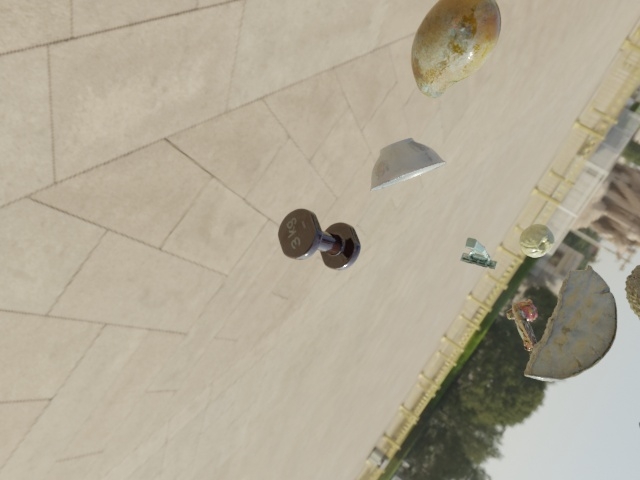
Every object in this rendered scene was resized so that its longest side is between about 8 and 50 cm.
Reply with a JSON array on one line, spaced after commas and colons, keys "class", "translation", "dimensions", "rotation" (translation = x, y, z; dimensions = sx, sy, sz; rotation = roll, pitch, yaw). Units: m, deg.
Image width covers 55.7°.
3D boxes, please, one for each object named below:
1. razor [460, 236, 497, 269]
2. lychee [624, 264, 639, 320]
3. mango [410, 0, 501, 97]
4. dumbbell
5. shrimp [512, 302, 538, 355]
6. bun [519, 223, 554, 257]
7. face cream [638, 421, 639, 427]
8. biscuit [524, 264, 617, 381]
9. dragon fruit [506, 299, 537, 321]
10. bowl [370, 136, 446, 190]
[{"class": "razor", "translation": [0.460, 0.026, 1.785], "dimensions": [0.056, 0.111, 0.278], "rotation": [-71, 158, -7]}, {"class": "lychee", "translation": [1.052, 0.172, 1.807], "dimensions": [0.255, 0.255, 0.274], "rotation": [41, 48, -73]}, {"class": "mango", "translation": [0.335, -0.499, 1.549], "dimensions": [0.146, 0.193, 0.316], "rotation": [-48, 174, -36]}, {"class": "dumbbell", "translation": [0.000, 0.000, 1.648], "dimensions": [0.124, 0.140, 0.225], "rotation": [-34, 150, 28]}, {"class": "shrimp", "translation": [0.594, 0.266, 1.753], "dimensions": [0.043, 0.184, 0.091], "rotation": [-24, -178, 14]}, {"class": "bun", "translation": [0.533, 0.003, 1.488], "dimensions": [0.086, 0.086, 0.055], "rotation": [-61, -173, 16]}, {"class": "face cream", "translation": [0.872, 0.402, 1.421], "dimensions": [0.092, 0.058, 0.244], "rotation": [2, 145, -42]}, {"class": "biscuit", "translation": [0.548, 0.185, 1.274], "dimensions": [0.289, 0.141, 0.038], "rotation": [-59, 168, -17]}, {"class": "dragon fruit", "translation": [0.736, 0.264, 2.220], "dimensions": [0.086, 0.116, 0.081], "rotation": [-93, 173, -75]}, {"class": "bowl", "translation": [0.191, -0.186, 1.412], "dimensions": [0.189, 0.086, 0.189], "rotation": [-19, 179, 0]}]
